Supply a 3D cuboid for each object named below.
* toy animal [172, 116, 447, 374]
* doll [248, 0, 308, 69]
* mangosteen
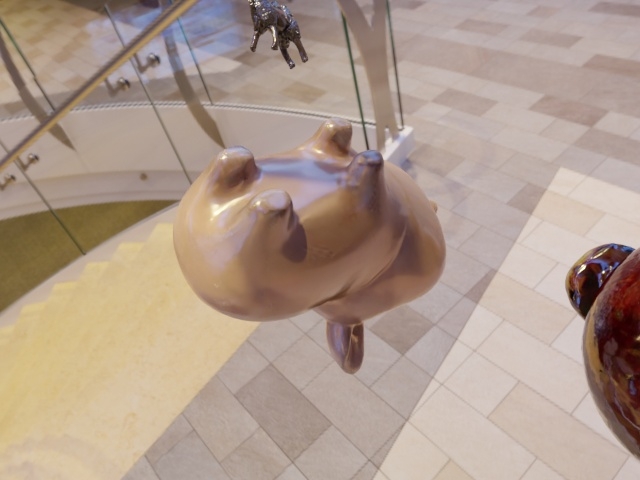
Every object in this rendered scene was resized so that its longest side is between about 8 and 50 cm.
[{"bbox_3d":[0.000,0.000,0.580,0.326,0.269,0.237,-14,57,-26],"label":"toy animal"},{"bbox_3d":[-0.093,-0.440,1.024,0.057,0.165,0.139,-9,-4,38],"label":"doll"},{"bbox_3d":[0.310,0.082,0.429,0.215,0.215,0.257,-21,21,-5],"label":"mangosteen"}]
